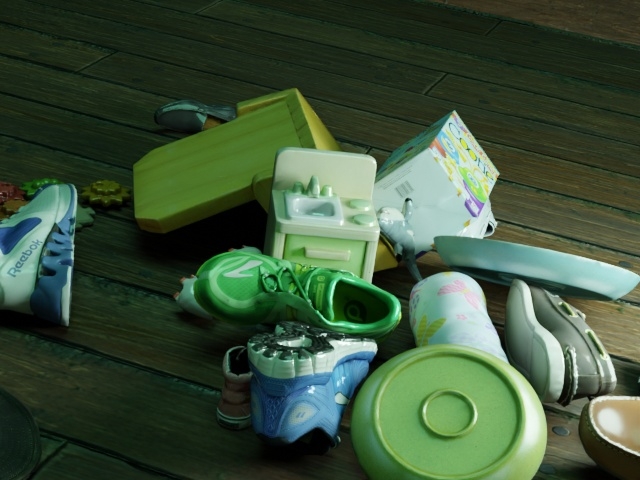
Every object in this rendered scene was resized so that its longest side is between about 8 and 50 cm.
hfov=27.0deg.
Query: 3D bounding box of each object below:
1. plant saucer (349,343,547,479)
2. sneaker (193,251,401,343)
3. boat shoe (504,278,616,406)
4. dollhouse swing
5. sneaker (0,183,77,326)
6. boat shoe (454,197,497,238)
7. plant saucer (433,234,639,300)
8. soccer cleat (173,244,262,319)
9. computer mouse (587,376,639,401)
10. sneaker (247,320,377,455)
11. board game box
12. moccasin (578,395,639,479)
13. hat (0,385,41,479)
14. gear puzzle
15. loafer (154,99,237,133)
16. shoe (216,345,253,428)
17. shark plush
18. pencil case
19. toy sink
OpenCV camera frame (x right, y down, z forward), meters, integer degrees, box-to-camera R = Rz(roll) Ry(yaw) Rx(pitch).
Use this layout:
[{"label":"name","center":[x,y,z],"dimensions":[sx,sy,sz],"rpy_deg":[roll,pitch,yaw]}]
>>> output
[{"label":"plant saucer","center":[0.155,0.218,1.617],"dimensions":[0.241,0.037,0.241],"rpy_deg":[-1,52,2]},{"label":"sneaker","center":[-0.026,0.068,1.819],"dimensions":[0.295,0.109,0.123],"rpy_deg":[10,-20,-15]},{"label":"boat shoe","center":[0.326,0.138,1.855],"dimensions":[0.097,0.116,0.324],"rpy_deg":[3,16,-4]},{"label":"dollhouse swing","center":[-0.096,-0.050,2.196],"dimensions":[0.305,0.315,0.347],"rpy_deg":[-34,26,8]},{"label":"sneaker","center":[-0.445,0.007,1.909],"dimensions":[0.182,0.127,0.315],"rpy_deg":[5,26,-12]},{"label":"boat shoe","center":[0.272,-0.031,2.303],"dimensions":[0.063,0.066,0.184],"rpy_deg":[34,22,5]},{"label":"plant saucer","center":[0.324,0.047,2.026],"dimensions":[0.318,0.043,0.317],"rpy_deg":[12,-5,1]},{"label":"soccer cleat","center":[-0.136,0.067,1.963],"dimensions":[0.076,0.068,0.196],"rpy_deg":[34,33,17]},{"label":"computer mouse","center":[0.452,0.207,1.849],"dimensions":[0.184,0.060,0.262],"rpy_deg":[14,36,2]},{"label":"sneaker","center":[-0.021,0.186,1.670],"dimensions":[0.130,0.147,0.330],"rpy_deg":[11,5,18]},{"label":"board game box","center":[0.188,-0.095,2.224],"dimensions":[0.142,0.144,0.275],"rpy_deg":[53,23,-7]},{"label":"moccasin","center":[0.512,0.252,1.645],"dimensions":[0.380,0.147,0.139],"rpy_deg":[13,45,6]},{"label":"hat","center":[-0.477,0.179,1.523],"dimensions":[0.331,0.134,0.331],"rpy_deg":[7,24,-3]},{"label":"gear puzzle","center":[-0.460,-0.066,2.159],"dimensions":[0.339,0.044,0.175],"rpy_deg":[-8,29,-32]},{"label":"loafer","center":[-0.236,-0.234,2.577],"dimensions":[0.170,0.062,0.061],"rpy_deg":[-2,31,-19]},{"label":"shoe","center":[-0.083,0.168,1.728],"dimensions":[0.063,0.081,0.178],"rpy_deg":[15,25,13]},{"label":"shark plush","center":[0.116,0.006,2.076],"dimensions":[0.073,0.161,0.067],"rpy_deg":[-5,42,11]},{"label":"pencil case","center":[0.196,0.148,1.826],"dimensions":[0.124,0.113,0.273],"rpy_deg":[21,22,-16]},{"label":"toy sink","center":[0.000,0.000,1.937],"dimensions":[0.153,0.234,0.131],"rpy_deg":[6,24,-8]}]
